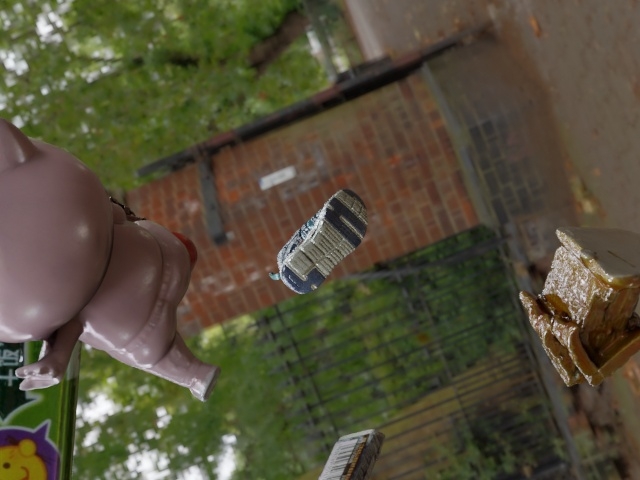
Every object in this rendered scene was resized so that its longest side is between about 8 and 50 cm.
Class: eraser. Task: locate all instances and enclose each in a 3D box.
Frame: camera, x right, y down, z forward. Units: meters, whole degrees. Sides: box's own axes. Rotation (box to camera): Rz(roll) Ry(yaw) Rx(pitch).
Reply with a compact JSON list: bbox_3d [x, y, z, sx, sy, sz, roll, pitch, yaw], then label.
[{"bbox_3d":[0.014,0.135,0.617,0.019,0.027,0.099,66,-157,-15],"label":"eraser"}]

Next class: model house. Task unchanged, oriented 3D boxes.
[{"bbox_3d":[0.395,0.106,1.558,0.199,0.219,0.229,-125,45,-57],"label":"model house"}]

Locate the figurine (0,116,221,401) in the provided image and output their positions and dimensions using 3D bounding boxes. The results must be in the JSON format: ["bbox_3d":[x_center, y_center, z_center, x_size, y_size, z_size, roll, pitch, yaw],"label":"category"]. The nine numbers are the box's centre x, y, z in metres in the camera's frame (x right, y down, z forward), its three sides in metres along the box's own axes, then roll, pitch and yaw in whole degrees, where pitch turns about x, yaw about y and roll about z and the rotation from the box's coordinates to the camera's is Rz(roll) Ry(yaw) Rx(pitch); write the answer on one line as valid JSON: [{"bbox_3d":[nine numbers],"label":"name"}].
[{"bbox_3d":[-0.197,0.025,0.845,0.287,0.186,0.176,24,-100,-47],"label":"figurine"}]

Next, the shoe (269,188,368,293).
[{"bbox_3d":[0.000,0.000,1.304,0.064,0.143,0.071,43,166,-20],"label":"shoe"}]

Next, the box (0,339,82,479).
[{"bbox_3d":[-0.315,0.126,1.135,0.097,0.134,0.346,-137,52,-70],"label":"box"}]

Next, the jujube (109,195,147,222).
[{"bbox_3d":[-0.202,0.006,1.023,0.166,0.104,0.104,46,-169,-20],"label":"jujube"}]
